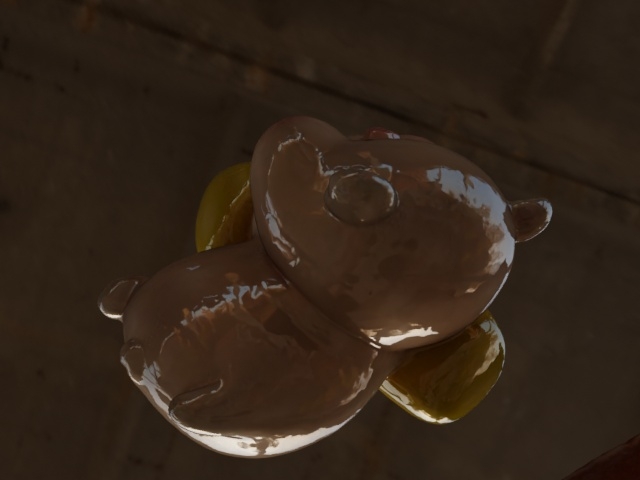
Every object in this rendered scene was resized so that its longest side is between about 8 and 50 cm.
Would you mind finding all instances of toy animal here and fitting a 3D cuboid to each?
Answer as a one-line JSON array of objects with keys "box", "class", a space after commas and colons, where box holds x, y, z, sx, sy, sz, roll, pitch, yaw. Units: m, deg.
[{"box": [0.000, 0.000, 0.494, 0.114, 0.091, 0.082, -12, -35, -34], "class": "toy animal"}]

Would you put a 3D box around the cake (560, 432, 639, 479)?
[{"box": [0.195, 0.165, 0.603, 0.159, 0.262, 0.158, -31, -61, 2], "class": "cake"}]
